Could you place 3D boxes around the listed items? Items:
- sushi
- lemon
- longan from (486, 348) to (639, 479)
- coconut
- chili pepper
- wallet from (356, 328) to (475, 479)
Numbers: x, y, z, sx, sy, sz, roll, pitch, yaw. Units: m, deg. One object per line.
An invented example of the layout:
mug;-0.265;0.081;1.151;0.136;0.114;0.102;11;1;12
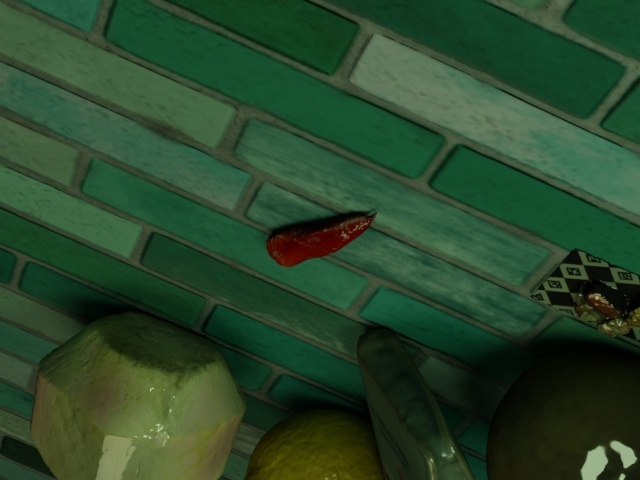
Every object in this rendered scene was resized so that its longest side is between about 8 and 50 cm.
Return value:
sushi;0.278;0.066;1.681;0.126;0.026;0.120;23;152;-3
lemon;0.011;0.295;2.083;0.244;0.187;0.187;1;164;-35
longan;0.271;0.208;1.754;0.196;0.196;0.220;35;114;-24
coconut;-0.220;0.216;2.055;0.259;0.259;0.259;16;150;9
chili pepper;0.000;0.000;1.750;0.045;0.027;0.178;39;144;-28
wallet;0.129;0.293;1.894;0.252;0.083;0.360;-127;19;-55
